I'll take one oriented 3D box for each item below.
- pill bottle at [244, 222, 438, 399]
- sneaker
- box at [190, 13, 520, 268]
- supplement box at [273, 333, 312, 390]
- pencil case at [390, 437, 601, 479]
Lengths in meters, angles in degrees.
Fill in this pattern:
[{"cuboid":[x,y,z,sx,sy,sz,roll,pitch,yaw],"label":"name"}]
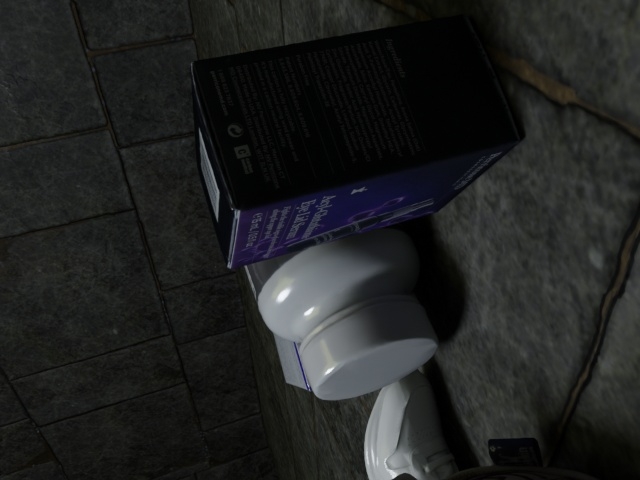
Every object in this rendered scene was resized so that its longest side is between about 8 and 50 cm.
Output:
[{"cuboid":[0.000,0.000,0.614,0.176,0.176,0.318,97,153,-55],"label":"pill bottle"},{"cuboid":[0.134,0.290,0.599,0.152,0.114,0.305,-11,82,42],"label":"sneaker"},{"cuboid":[0.015,-0.069,0.433,0.153,0.207,0.108,121,132,-71],"label":"box"},{"cuboid":[-0.003,0.172,0.920,0.220,0.111,0.113,134,120,-73],"label":"supplement box"},{"cuboid":[0.163,0.361,0.392,0.183,0.160,0.410,-3,102,59],"label":"pencil case"}]
